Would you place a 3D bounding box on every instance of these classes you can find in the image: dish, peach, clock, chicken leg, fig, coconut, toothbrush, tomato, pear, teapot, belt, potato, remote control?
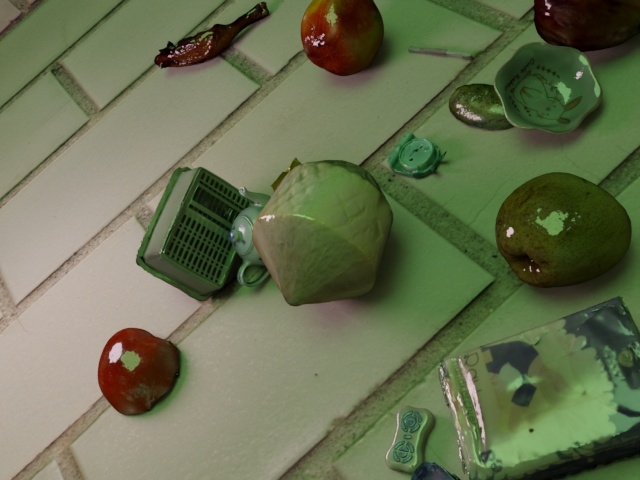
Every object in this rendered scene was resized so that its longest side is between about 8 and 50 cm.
[{"bbox_3d":[0.485,-0.315,1.611,0.230,0.081,0.229,-2,71,5],"label":"dish"},{"bbox_3d":[0.057,-0.550,1.949,0.231,0.231,0.231,-15,52,21],"label":"peach"},{"bbox_3d":[0.230,-0.193,1.717,0.135,0.041,0.101,22,71,39],"label":"clock"},{"bbox_3d":[-0.341,-0.630,2.336,0.407,0.096,0.158,-23,30,12],"label":"chicken leg"},{"bbox_3d":[0.587,-0.516,1.618,0.263,0.224,0.224,8,53,-12],"label":"fig"},{"bbox_3d":[0.000,0.000,1.557,0.329,0.329,0.328,-15,52,21],"label":"coconut"},{"bbox_3d":[0.304,-0.479,1.893,0.194,0.017,0.014,20,71,39],"label":"toothbrush"},{"bbox_3d":[-0.450,0.294,1.730,0.228,0.112,0.199,6,64,37],"label":"tomato"},{"bbox_3d":[0.438,-0.012,1.368,0.211,0.188,0.228,-45,50,-9],"label":"pear"},{"bbox_3d":[-0.148,-0.008,1.714,0.159,0.159,0.231,9,99,35],"label":"teapot"},{"bbox_3d":[0.229,0.439,1.205,0.082,0.141,0.190,-46,45,-7],"label":"belt"},{"bbox_3d":[0.379,-0.317,1.712,0.119,0.054,0.198,-42,47,-5],"label":"potato"},{"bbox_3d":[0.164,0.366,1.368,0.074,0.032,0.122,2,60,31],"label":"remote control"}]

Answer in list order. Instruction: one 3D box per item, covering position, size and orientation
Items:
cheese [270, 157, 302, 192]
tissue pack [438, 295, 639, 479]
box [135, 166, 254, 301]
[{"bbox_3d":[-0.051,-0.113,1.739,0.093,0.171,0.126,-47,48,-6],"label":"cheese"},{"bbox_3d":[0.389,0.267,1.243,0.344,0.125,0.242,-24,50,17],"label":"tissue pack"},{"bbox_3d":[-0.303,-0.020,1.790,0.166,0.221,0.290,-14,49,50],"label":"box"}]
